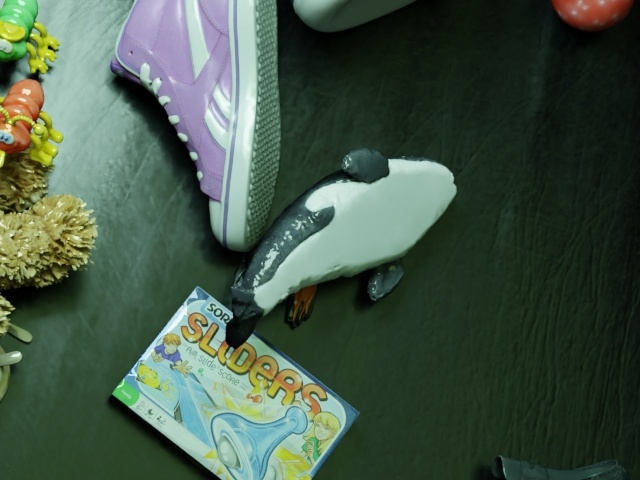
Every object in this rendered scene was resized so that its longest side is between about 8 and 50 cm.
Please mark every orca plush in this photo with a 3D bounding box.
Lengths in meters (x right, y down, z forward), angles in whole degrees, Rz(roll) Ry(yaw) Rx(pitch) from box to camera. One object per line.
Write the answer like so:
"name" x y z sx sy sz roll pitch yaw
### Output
"orca plush" 0.000 0.000 1.824 0.287 0.102 0.151 -46 125 -22

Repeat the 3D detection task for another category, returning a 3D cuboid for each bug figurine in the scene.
"bug figurine" -0.362 -0.178 1.746 0.279 0.072 0.216 18 48 -7

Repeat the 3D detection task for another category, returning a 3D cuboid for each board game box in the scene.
"board game box" -0.082 0.158 1.785 0.201 0.035 0.136 37 72 -2

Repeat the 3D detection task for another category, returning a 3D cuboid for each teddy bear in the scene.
"teddy bear" -0.368 0.007 1.697 0.338 0.113 0.245 -11 65 -18

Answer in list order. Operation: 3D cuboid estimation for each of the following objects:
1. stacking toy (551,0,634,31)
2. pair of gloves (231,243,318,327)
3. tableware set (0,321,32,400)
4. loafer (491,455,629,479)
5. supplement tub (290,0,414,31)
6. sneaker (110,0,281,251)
"stacking toy" 0.251 -0.378 1.945 0.141 0.141 0.330 -18 87 -16
"pair of gloves" -0.044 0.044 1.834 0.083 0.010 0.074 14 75 -6
"tableware set" -0.380 0.097 1.732 0.194 0.039 0.128 28 73 -5
"loafer" 0.191 0.244 1.804 0.223 0.076 0.078 -15 88 -12
"supplement tub" 0.015 -0.390 1.835 0.228 0.228 0.316 -26 84 -17
"sneaker" -0.125 -0.129 1.826 0.161 0.102 0.282 -1 87 14
